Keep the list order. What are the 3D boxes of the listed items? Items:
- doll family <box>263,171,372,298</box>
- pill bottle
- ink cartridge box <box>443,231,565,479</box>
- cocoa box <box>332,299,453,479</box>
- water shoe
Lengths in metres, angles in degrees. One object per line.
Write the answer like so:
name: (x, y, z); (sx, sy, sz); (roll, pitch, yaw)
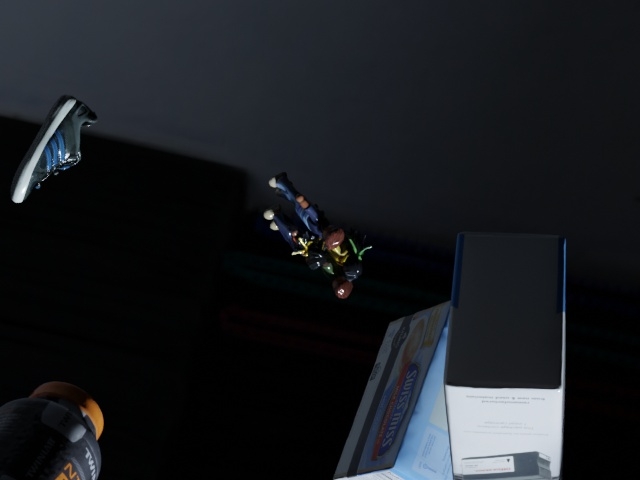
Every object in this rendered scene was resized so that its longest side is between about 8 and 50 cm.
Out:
doll family: (0.000, 0.000, 1.451); (0.076, 0.111, 0.193); (-43, 146, 8)
pill bottle: (-0.301, 0.245, 1.285); (0.245, 0.131, 0.130); (-65, 171, -56)
ink cartridge box: (0.282, 0.222, 1.933); (0.395, 0.166, 0.285); (80, 15, -47)
cocoa box: (0.219, 0.323, 2.352); (0.228, 0.231, 0.347); (-29, -147, 59)
water shoe: (-0.432, -0.142, 2.106); (0.203, 0.080, 0.073); (-65, -161, -16)
